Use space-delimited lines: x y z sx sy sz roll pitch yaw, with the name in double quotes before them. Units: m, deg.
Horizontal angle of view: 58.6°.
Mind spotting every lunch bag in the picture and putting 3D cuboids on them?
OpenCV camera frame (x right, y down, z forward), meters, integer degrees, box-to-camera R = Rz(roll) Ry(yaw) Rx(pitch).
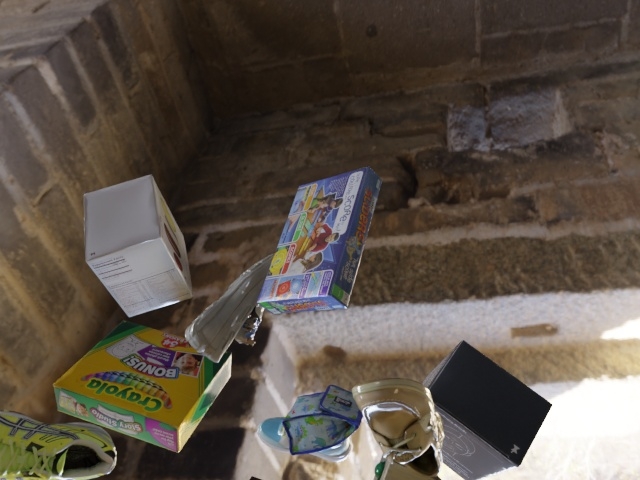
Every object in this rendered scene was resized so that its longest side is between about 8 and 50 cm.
"lunch bag" 0.015 0.353 1.136 0.151 0.129 0.096 -13 94 14

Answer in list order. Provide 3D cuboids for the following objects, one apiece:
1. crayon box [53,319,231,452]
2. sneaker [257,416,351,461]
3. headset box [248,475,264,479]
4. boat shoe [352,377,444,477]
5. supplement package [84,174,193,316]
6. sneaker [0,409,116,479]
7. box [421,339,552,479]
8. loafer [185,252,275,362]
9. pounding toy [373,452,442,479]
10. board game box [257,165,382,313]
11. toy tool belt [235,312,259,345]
"crayon box" -0.477 0.386 1.579 0.363 0.313 0.106 14 117 12
"sneaker" -0.057 0.590 1.830 0.319 0.127 0.208 6 133 10
"headset box" -0.080 0.761 1.438 0.293 0.110 0.218 16 90 8
"boat shoe" 0.138 0.308 0.923 0.109 0.098 0.302 -15 141 18
"supplement package" -0.378 0.012 1.196 0.149 0.194 0.203 -18 141 -4
"sneaker" -0.631 0.455 1.243 0.385 0.145 0.147 12 170 -38
"box" 0.427 0.513 1.671 0.293 0.212 0.395 36 154 13
"loafer" -0.178 0.150 1.345 0.111 0.319 0.112 48 149 -6
"pounding toy" 0.145 0.471 1.086 0.141 0.100 0.130 21 170 4
"board game box" 0.000 0.000 0.779 0.136 0.201 0.035 -10 141 42
"toy tool belt" -0.162 0.200 1.317 0.051 0.083 0.052 7 157 25
